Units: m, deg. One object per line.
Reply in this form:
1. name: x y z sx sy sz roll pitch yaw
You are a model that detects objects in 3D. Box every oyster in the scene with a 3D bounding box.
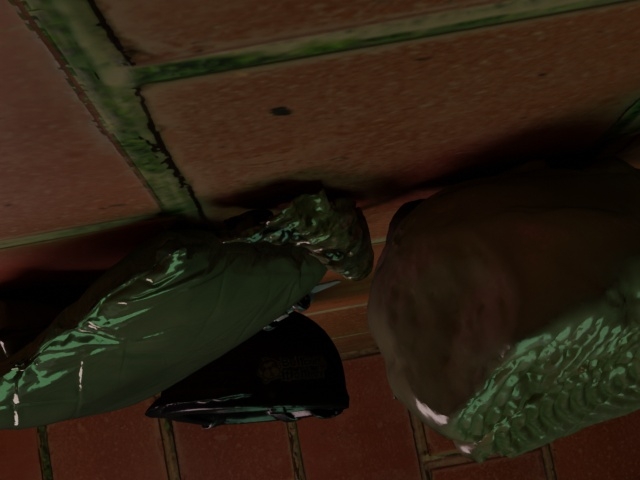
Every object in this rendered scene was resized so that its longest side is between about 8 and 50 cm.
1. oyster: -0.002 -0.003 0.904 0.200 0.061 0.106 -1 166 -46

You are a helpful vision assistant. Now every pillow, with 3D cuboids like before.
1. pillow: -0.152 0.074 1.017 0.281 0.076 0.274 -36 163 22

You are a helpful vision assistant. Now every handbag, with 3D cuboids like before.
1. handbag: -0.321 0.124 1.185 0.316 0.109 0.253 -24 169 34

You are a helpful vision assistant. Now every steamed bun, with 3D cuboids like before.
1. steamed bun: 0.169 0.042 0.945 0.275 0.206 0.320 -26 150 -7

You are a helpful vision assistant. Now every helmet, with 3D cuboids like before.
1. helmet: -0.096 0.166 1.559 0.279 0.160 0.230 9 164 -30

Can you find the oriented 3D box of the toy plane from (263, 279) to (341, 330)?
1. toy plane: -0.059 0.058 1.233 0.162 0.065 0.171 -31 166 35
